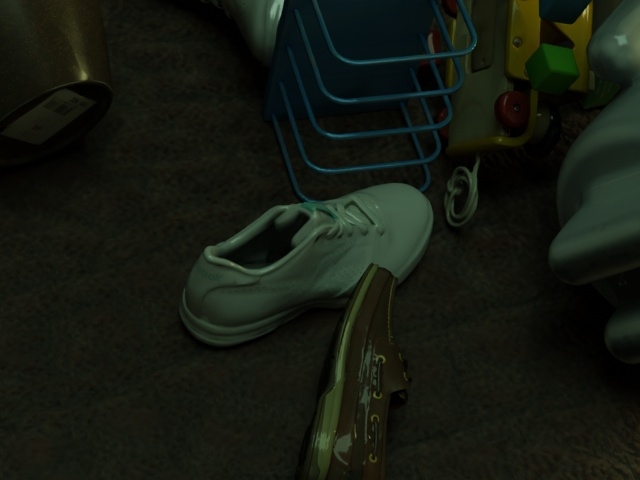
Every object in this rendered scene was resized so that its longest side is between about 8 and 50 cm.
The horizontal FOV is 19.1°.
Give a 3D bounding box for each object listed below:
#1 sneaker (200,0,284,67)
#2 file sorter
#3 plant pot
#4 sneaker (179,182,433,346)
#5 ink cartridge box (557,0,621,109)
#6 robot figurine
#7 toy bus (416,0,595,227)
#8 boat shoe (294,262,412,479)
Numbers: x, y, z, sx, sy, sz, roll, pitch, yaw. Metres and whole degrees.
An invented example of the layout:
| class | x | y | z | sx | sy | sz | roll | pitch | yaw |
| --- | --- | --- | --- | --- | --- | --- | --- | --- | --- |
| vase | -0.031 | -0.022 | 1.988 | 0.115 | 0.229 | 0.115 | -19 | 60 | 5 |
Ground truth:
| class | x | y | z | sx | sy | sz | roll | pitch | yaw |
| --- | --- | --- | --- | --- | --- | --- | --- | --- | --- |
| sneaker | -0.100 | -0.219 | 1.509 | 0.153 | 0.094 | 0.235 | -2 | 49 | -10 |
| file sorter | 0.035 | -0.117 | 1.400 | 0.118 | 0.170 | 0.104 | -6 | 55 | -16 |
| plant pot | -0.250 | -0.177 | 1.390 | 0.215 | 0.215 | 0.230 | -22 | 71 | -27 |
| sneaker | 0.000 | 0.000 | 1.340 | 0.212 | 0.094 | 0.080 | -27 | 58 | -29 |
| ink cartridge box | 0.302 | -0.205 | 1.533 | 0.212 | 0.154 | 0.093 | -11 | 51 | -18 |
| robot figurine | 0.306 | -0.060 | 1.380 | 0.300 | 0.199 | 0.353 | 55 | 51 | -16 |
| toy bus | 0.157 | -0.133 | 1.452 | 0.104 | 0.202 | 0.191 | 8 | 37 | -27 |
| boat shoe | 0.030 | 0.097 | 1.287 | 0.060 | 0.064 | 0.178 | 17 | 55 | -3 |
